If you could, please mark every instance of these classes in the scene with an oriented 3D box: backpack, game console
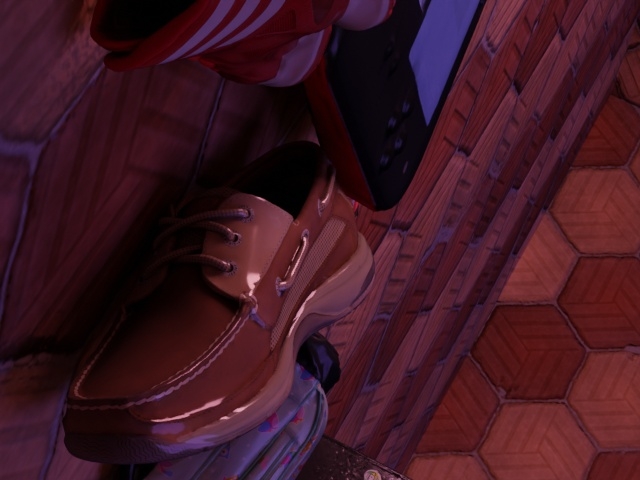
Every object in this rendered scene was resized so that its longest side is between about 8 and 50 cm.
[{"bbox_3d":[-0.065,0.138,1.157,0.182,0.115,0.152,-55,176,-10],"label":"backpack"},{"bbox_3d":[0.087,-0.230,1.092,0.342,0.060,0.386,74,37,-75],"label":"game console"}]

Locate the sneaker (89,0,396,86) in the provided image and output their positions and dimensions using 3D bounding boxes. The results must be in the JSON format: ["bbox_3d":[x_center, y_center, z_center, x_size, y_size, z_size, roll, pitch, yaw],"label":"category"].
[{"bbox_3d":[-0.058,-0.118,0.778,0.221,0.128,0.087,155,-75,-70],"label":"sneaker"}]

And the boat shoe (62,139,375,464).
[{"bbox_3d":[-0.066,0.027,0.971,0.324,0.123,0.116,-49,131,-61],"label":"boat shoe"}]

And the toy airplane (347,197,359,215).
[{"bbox_3d":[0.000,0.000,1.377,0.151,0.028,0.151,-59,166,-24],"label":"toy airplane"}]

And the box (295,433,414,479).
[{"bbox_3d":[0.000,0.302,1.664,0.191,0.184,0.045,-56,169,-30],"label":"box"}]
